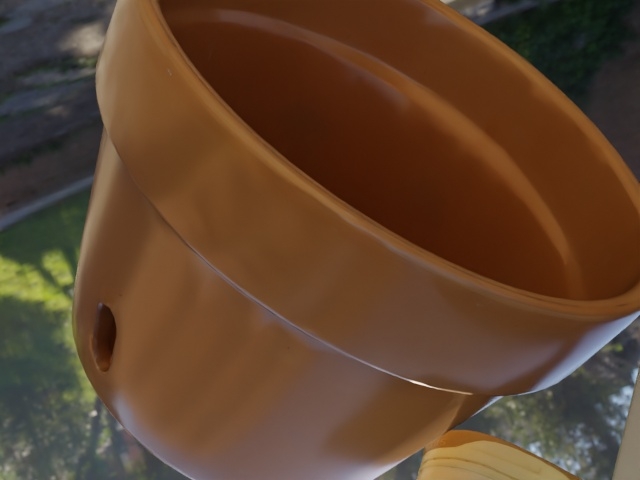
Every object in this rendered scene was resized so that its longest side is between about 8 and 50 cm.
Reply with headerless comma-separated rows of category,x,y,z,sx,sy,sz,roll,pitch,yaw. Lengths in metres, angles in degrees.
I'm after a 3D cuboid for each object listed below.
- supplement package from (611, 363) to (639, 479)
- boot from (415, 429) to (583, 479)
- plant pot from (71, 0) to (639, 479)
supplement package,0.216,0.176,0.367,0.198,0.199,0.263,-5,-145,32
boot,0.146,0.249,0.578,0.204,0.261,0.095,-63,-176,-31
plant pot,0.000,0.000,0.543,0.291,0.291,0.203,-24,152,-56
